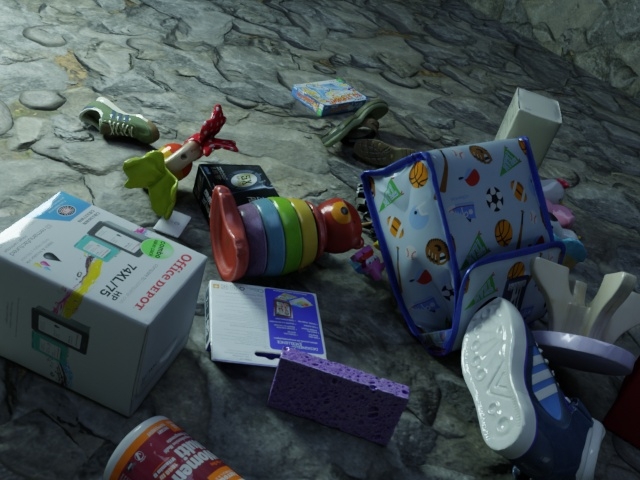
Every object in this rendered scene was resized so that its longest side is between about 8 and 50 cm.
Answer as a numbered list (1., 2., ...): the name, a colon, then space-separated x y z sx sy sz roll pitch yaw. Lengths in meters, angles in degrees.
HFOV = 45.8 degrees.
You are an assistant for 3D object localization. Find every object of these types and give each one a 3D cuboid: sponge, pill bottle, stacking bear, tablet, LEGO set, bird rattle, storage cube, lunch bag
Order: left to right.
1. tablet: -0.302 -0.036 1.547 0.054 0.006 0.083 19 34 0
2. bird rattle: -0.296 -0.175 1.566 0.143 0.207 0.253 47 71 -20
3. pill bottle: -0.162 0.335 0.974 0.221 0.121 0.121 32 35 20
4. stacking bear: -0.054 -0.016 1.464 0.289 0.164 0.175 -8 60 -22
5. sponge: 0.025 0.247 1.198 0.210 0.117 0.031 18 35 -1
6. LEGO set: 0.150 0.035 1.589 0.227 0.087 0.093 -32 83 -38
7. lunch bag: 0.301 0.008 1.507 0.327 0.239 0.386 -11 88 -36
8. storage cube: 0.665 0.282 1.393 0.215 0.193 0.183 32 35 20

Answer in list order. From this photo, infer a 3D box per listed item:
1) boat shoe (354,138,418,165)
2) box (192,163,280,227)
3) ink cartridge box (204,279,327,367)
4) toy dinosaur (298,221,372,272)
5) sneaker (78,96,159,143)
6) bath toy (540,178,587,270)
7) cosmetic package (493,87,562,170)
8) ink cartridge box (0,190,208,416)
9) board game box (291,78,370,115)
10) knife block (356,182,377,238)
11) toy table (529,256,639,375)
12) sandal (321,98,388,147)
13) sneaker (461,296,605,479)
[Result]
1. boat shoe: 0.174 -0.227 2.018 0.178 0.064 0.060 12 0 -3
2. box: -0.174 -0.084 1.615 0.147 0.078 0.180 -1 38 -28
3. ink cartridge box: -0.098 0.160 1.328 0.206 0.045 0.208 9 33 -15
4. toy dinosaur: 0.000 0.000 1.598 0.112 0.064 0.211 39 57 17
5. sneaker: -0.472 -0.264 1.749 0.192 0.064 0.086 29 42 16
6. bath toy: 0.577 -0.052 1.890 0.151 0.129 0.348 56 24 -22
7. cosmetic package: 0.483 -0.204 1.898 0.113 0.309 0.160 20 34 1
8. ink cartridge box: -0.347 0.093 1.164 0.270 0.197 0.198 23 34 6
9. board game box: 0.031 -0.426 2.249 0.201 0.035 0.136 -19 49 -43
10. knife block: 0.219 -0.061 1.764 0.275 0.088 0.242 -15 47 -40
11. toy table: 0.484 0.145 1.397 0.252 0.161 0.274 22 -10 -16
12. sandal: 0.101 -0.297 2.052 0.086 0.120 0.303 50 39 -1
13. sneaker: 0.375 0.271 1.304 0.236 0.130 0.323 31 36 -24
